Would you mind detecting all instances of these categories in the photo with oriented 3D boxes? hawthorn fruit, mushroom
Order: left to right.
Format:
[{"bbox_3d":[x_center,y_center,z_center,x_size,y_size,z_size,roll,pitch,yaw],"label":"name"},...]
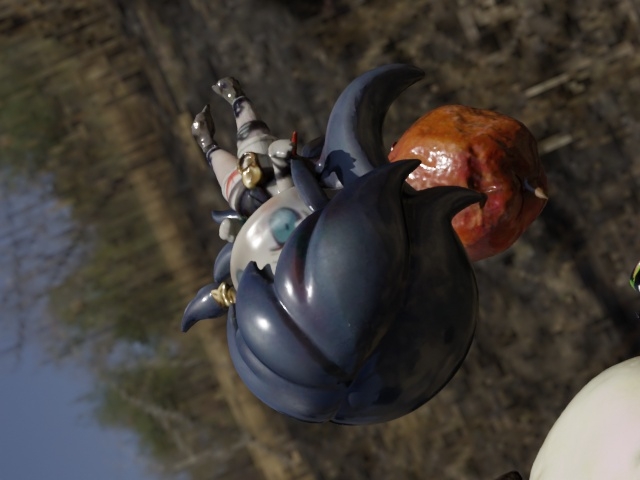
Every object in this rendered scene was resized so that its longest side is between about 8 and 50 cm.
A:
[{"bbox_3d":[0.157,-0.064,1.808,0.179,0.173,0.173,-45,63,49],"label":"hawthorn fruit"},{"bbox_3d":[0.357,0.299,1.807,0.315,0.315,0.356,69,179,-71],"label":"mushroom"}]

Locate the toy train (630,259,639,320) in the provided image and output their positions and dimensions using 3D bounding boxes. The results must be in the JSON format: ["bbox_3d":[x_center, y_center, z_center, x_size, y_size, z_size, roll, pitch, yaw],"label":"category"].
[{"bbox_3d":[0.501,0.001,2.033,0.161,0.296,0.100,26,-156,-50],"label":"toy train"}]

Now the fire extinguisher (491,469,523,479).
[{"bbox_3d":[0.210,0.315,1.534,0.071,0.099,0.231,-10,-115,-50],"label":"fire extinguisher"}]

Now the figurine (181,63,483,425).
[{"bbox_3d":[0.007,0.003,1.147,0.175,0.197,0.265,96,175,-49],"label":"figurine"}]
